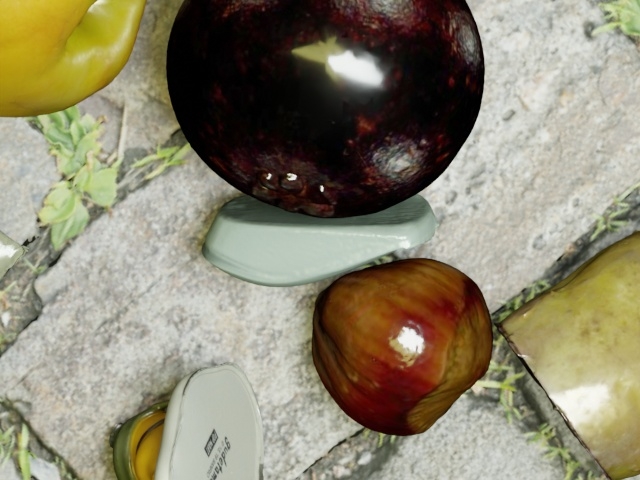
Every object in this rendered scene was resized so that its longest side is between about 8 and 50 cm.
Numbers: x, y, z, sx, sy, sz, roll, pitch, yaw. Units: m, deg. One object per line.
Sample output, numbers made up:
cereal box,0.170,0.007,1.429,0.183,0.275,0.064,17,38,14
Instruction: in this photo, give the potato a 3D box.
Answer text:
potato,0.331,0.094,1.762,0.266,0.229,0.229,-36,97,-2

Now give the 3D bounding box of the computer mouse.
computer mouse,0.000,0.000,1.762,0.231,0.128,0.079,-1,110,12

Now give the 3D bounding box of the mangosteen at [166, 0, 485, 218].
mangosteen,0.007,-0.170,1.685,0.297,0.313,0.297,2,133,2

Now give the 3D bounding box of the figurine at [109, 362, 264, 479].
figurine,-0.155,0.218,1.758,0.141,0.250,0.166,-13,102,19

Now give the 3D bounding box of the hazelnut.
hazelnut,0.075,0.092,1.749,0.178,0.204,0.178,0,87,9

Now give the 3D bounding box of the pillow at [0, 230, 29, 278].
pillow,-0.420,-0.005,1.795,0.229,0.050,0.148,38,99,-9

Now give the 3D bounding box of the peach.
peach,-0.314,-0.255,1.647,0.308,0.289,0.289,26,96,14
